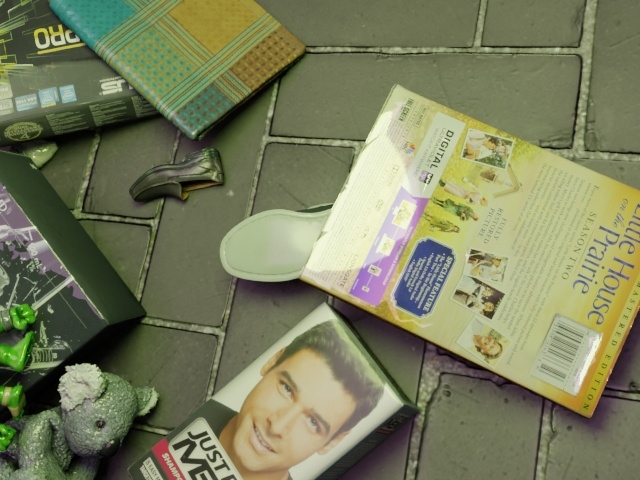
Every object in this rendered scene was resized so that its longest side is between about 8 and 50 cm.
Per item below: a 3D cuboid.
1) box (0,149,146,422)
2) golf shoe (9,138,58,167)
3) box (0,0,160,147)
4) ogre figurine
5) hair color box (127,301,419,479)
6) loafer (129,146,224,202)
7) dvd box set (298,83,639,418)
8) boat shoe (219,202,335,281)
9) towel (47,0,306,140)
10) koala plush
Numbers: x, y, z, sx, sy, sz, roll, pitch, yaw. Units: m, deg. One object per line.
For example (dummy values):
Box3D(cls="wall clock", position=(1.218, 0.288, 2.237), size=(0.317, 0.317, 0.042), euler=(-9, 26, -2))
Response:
Box3D(cls="box", position=(-0.517, 0.082, 1.238), size=(0.312, 0.179, 0.343), euler=(-39, 87, 4))
Box3D(cls="golf shoe", position=(-0.549, -0.208, 1.461), size=(0.086, 0.069, 0.176), euler=(-36, 74, -5))
Box3D(cls="box", position=(-0.473, -0.337, 1.369), size=(0.395, 0.097, 0.318), euler=(-13, 72, -10))
Box3D(cls="ogre figurine", position=(-0.471, 0.183, 1.098), size=(0.118, 0.097, 0.197), euler=(10, 104, -7))
Box3D(cls="hair color box", position=(-0.067, 0.282, 1.114), size=(0.374, 0.113, 0.185), euler=(-40, 66, 3))
Box3D(cls="loafer", position=(-0.242, -0.097, 1.318), size=(0.170, 0.062, 0.061), euler=(-23, 73, 13))
Box3D(cls="dvd box set", position=(0.224, 0.008, 1.064), size=(0.420, 0.062, 0.307), euler=(25, 83, 9))
Box3D(cls="boat shoe", position=(0.000, 0.000, 1.187), size=(0.303, 0.091, 0.114), euler=(-9, 81, 14))
Box3D(cls="towel", position=(-0.243, -0.361, 1.327), size=(0.370, 0.040, 0.271), euler=(44, 71, 11))
Box3D(cls="koala plush", position=(-0.361, 0.285, 1.179), size=(0.221, 0.196, 0.203), euler=(-50, 48, 4))
